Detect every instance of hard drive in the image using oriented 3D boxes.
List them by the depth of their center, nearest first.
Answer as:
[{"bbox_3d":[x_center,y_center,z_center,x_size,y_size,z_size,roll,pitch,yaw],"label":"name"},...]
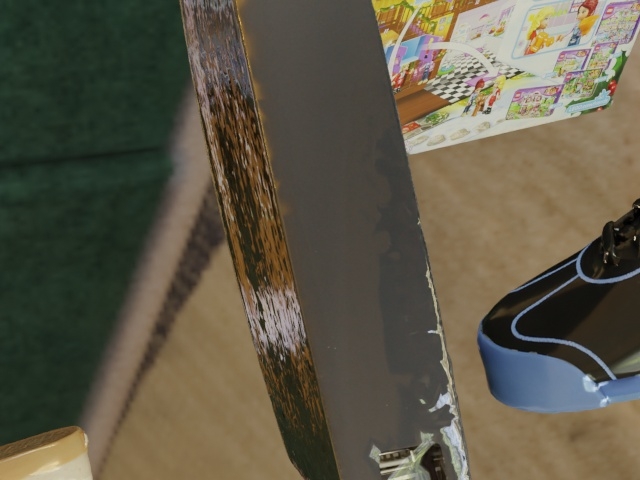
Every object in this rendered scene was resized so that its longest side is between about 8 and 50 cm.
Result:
[{"bbox_3d":[0.000,0.000,0.729,0.172,0.054,0.254,-137,33,-71],"label":"hard drive"}]

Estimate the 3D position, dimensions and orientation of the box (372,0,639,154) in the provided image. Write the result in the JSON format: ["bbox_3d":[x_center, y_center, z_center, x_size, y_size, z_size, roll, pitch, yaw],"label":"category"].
[{"bbox_3d":[0.087,-0.150,1.085,0.057,0.293,0.201,47,135,33],"label":"box"}]

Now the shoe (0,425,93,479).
[{"bbox_3d":[-0.224,0.154,0.970,0.076,0.219,0.058,-127,24,-80],"label":"shoe"}]

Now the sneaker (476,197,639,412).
[{"bbox_3d":[0.161,-0.011,0.708,0.232,0.081,0.090,-21,115,9],"label":"sneaker"}]
